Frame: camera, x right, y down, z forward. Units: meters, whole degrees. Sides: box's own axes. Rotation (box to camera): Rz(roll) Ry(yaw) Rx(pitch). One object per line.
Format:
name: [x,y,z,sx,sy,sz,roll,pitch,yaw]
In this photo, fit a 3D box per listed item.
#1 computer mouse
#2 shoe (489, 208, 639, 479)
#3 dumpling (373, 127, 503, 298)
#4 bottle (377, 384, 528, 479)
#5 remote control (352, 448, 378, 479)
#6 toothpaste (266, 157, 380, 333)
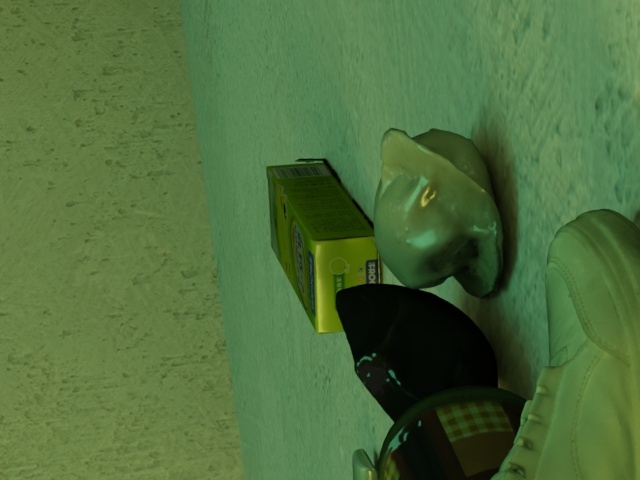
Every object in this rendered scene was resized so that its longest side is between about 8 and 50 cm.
computer mouse: [0.085,0.094,1.319,0.147,0.088,0.264,45,-168,-19]
shoe: [0.136,0.139,0.930,0.124,0.159,0.316,102,157,-64]
dumpling: [0.096,-0.014,1.311,0.176,0.092,0.150,101,149,-42]
bottle: [0.123,0.226,1.093,0.271,0.143,0.156,-111,19,-55]
remote control: [0.054,0.323,1.882,0.065,0.029,0.166,-127,33,-71]
toothpaste: [0.000,0.000,1.891,0.327,0.077,0.110,-121,29,-70]
